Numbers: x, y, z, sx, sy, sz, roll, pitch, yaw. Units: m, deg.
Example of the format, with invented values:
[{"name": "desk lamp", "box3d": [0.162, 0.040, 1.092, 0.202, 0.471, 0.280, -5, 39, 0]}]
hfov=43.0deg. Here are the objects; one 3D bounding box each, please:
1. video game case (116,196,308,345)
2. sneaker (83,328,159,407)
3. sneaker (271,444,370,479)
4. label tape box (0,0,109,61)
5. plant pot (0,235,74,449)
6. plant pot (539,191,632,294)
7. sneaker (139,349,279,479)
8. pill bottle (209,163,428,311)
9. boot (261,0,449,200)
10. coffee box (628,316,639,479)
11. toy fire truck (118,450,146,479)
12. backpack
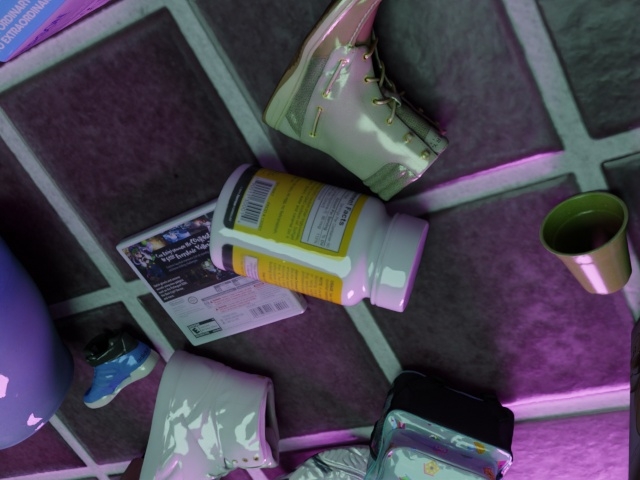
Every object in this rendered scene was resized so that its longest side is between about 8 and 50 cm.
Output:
[{"name": "video game case", "box3d": [-0.135, 0.042, 1.004, 0.190, 0.022, 0.173, -20, 115, 33]}, {"name": "sneaker", "box3d": [-0.304, 0.175, 1.142, 0.152, 0.058, 0.084, -33, 113, 32]}, {"name": "sneaker", "box3d": [-0.004, 0.352, 1.143, 0.235, 0.153, 0.094, -30, 78, -1]}, {"name": "label tape box", "box3d": [-0.166, -0.250, 0.590, 0.249, 0.348, 0.115, -27, 111, 35]}, {"name": "plant pot", "box3d": [-0.471, 0.135, 1.070, 0.271, 0.272, 0.255, -4, 138, 25]}, {"name": "plant pot", "box3d": [0.266, 0.009, 0.788, 0.083, 0.083, 0.079, -14, 131, 29]}, {"name": "sneaker", "box3d": [-0.144, 0.308, 1.094, 0.169, 0.108, 0.292, 13, 101, 10]}, {"name": "pill bottle", "box3d": [0.000, 0.000, 0.855, 0.208, 0.119, 0.119, 16, 129, 11]}, {"name": "boot", "box3d": [0.056, -0.142, 0.756, 0.165, 0.077, 0.213, 35, 135, -4]}, {"name": "coffee box", "box3d": [0.350, 0.135, 0.695, 0.119, 0.297, 0.168, 19, 129, 8]}, {"name": "toy fire truck", "box3d": [-0.245, 0.468, 1.296, 0.217, 0.158, 0.246, 31, 120, -2]}, {"name": "backpack", "box3d": [0.136, 0.277, 0.987, 0.166, 0.144, 0.188, 18, 131, 4]}]
